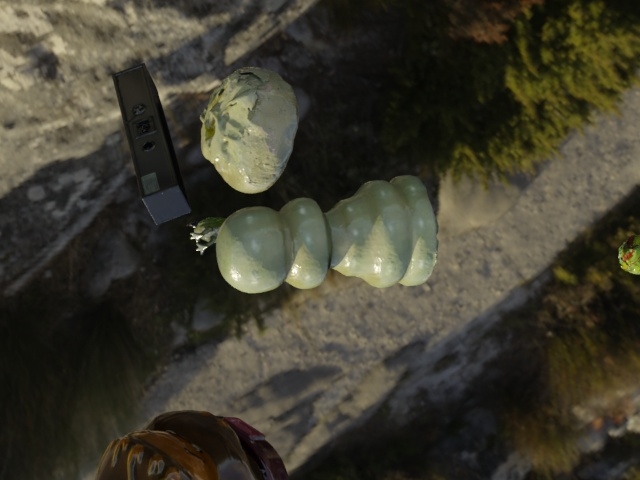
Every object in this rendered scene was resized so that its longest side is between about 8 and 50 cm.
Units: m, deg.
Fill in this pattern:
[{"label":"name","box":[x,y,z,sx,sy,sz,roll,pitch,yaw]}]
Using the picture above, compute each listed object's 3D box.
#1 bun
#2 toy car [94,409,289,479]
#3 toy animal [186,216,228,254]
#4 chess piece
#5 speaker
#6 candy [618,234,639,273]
[{"label":"bun","box":[-0.138,-0.203,1.799,0.141,0.239,0.239,3,126,-30]},{"label":"toy car","box":[-0.207,0.400,1.380,0.240,0.271,0.341,18,96,-60]},{"label":"toy animal","box":[-0.149,-0.011,1.514,0.075,0.216,0.041,-32,109,-34]},{"label":"chess piece","box":[0.000,0.000,1.151,0.243,0.133,0.133,-6,131,-15]},{"label":"speaker","box":[-0.176,-0.104,1.028,0.040,0.191,0.046,-20,141,0]},{"label":"candy","box":[0.341,0.027,0.937,0.035,0.122,0.035,-41,146,-61]}]
